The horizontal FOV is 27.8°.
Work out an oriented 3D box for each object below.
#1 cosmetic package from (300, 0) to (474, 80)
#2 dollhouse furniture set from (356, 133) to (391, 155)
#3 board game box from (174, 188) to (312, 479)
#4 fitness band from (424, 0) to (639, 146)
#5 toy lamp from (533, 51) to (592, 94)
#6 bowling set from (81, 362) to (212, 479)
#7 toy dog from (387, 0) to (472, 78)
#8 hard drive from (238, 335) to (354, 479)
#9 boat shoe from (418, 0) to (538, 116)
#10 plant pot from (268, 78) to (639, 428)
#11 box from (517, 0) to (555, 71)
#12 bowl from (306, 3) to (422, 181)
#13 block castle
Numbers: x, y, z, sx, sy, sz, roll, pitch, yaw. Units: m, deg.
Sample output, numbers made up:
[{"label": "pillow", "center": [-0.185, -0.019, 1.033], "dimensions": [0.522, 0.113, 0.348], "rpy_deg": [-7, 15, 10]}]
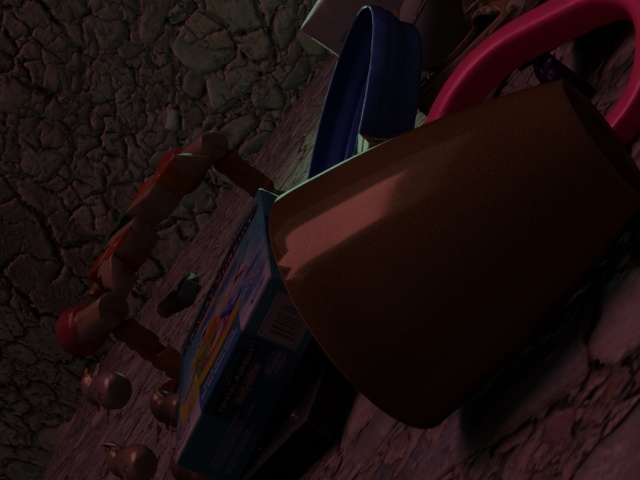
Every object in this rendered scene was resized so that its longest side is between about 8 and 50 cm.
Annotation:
[{"label": "cosmetic package", "center": [0.177, -0.504, 2.323], "dimensions": [0.453, 0.230, 0.161], "rpy_deg": [-60, 10, -27]}, {"label": "dollhouse furniture set", "center": [0.104, -0.026, 1.537], "dimensions": [0.129, 0.129, 0.183], "rpy_deg": [-108, 23, -78]}, {"label": "board game box", "center": [-0.091, 0.106, 1.587], "dimensions": [0.253, 0.079, 0.336], "rpy_deg": [-63, 13, 15]}, {"label": "fitness band", "center": [0.213, -0.143, 1.253], "dimensions": [0.291, 0.054, 0.209], "rpy_deg": [-22, 45, 46]}, {"label": "toy lamp", "center": [0.177, -0.075, 1.376], "dimensions": [0.274, 0.080, 0.080], "rpy_deg": [-53, 10, 13]}, {"label": "bowling set", "center": [-0.214, 0.298, 1.867], "dimensions": [0.200, 0.287, 0.154], "rpy_deg": [-13, 0, -25]}, {"label": "toy dog", "center": [0.178, -0.326, 1.912], "dimensions": [0.220, 0.161, 0.333], "rpy_deg": [-18, -19, 5]}, {"label": "hard drive", "center": [-0.015, 0.177, 1.527], "dimensions": [0.172, 0.054, 0.254], "rpy_deg": [-49, 13, 35]}, {"label": "boat shoe", "center": [0.224, -0.273, 1.745], "dimensions": [0.285, 0.089, 0.104], "rpy_deg": [-60, 11, -21]}, {"label": "plant pot", "center": [0.129, -0.010, 1.057], "dimensions": [0.254, 0.237, 0.237], "rpy_deg": [-35, 17, 22]}, {"label": "box", "center": [0.294, -0.281, 1.415], "dimensions": [0.184, 0.045, 0.191], "rpy_deg": [-46, -6, 34]}, {"label": "bowl", "center": [0.053, -0.128, 1.788], "dimensions": [0.391, 0.077, 0.391], "rpy_deg": [-168, 90, -82]}, {"label": "block castle", "center": [-0.229, 0.062, 2.226], "dimensions": [0.213, 0.303, 0.453], "rpy_deg": [-31, 26, 54]}]
